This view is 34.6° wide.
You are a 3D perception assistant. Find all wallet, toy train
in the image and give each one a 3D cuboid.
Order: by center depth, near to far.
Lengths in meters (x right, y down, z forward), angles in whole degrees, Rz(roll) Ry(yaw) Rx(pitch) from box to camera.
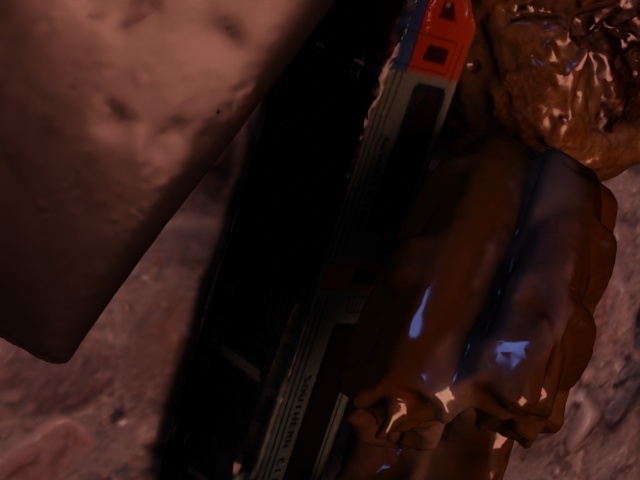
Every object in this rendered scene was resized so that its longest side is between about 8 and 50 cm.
[{"bbox_3d":[-0.097,-0.124,0.459,0.197,0.051,0.377,34,100,-23],"label":"wallet"},{"bbox_3d":[0.000,0.000,0.623,0.089,0.086,0.409,5,110,-44],"label":"toy train"}]

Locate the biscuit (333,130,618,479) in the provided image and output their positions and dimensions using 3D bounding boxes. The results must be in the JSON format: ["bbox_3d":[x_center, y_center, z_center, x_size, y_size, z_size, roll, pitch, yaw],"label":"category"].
[{"bbox_3d":[0.082,0.087,0.625,0.366,0.115,0.268,101,13,-51],"label":"biscuit"}]

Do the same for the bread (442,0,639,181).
[{"bbox_3d":[0.177,-0.133,0.666,0.230,0.123,0.230,-19,126,-28],"label":"bread"}]
